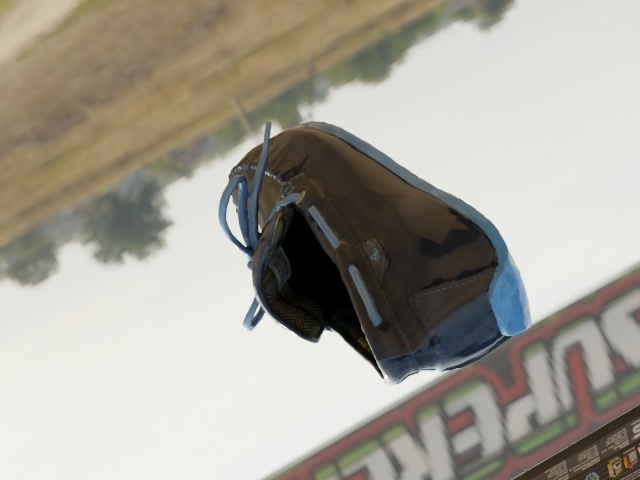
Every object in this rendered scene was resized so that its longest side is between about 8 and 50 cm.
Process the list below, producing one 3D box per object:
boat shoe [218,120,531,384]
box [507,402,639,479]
[{"bbox_3d":[0.000,0.000,0.816,0.089,0.109,0.258,-30,-162,-16],"label":"boat shoe"},{"bbox_3d":[0.206,0.255,1.203,0.060,0.216,0.270,21,136,-34],"label":"box"}]
